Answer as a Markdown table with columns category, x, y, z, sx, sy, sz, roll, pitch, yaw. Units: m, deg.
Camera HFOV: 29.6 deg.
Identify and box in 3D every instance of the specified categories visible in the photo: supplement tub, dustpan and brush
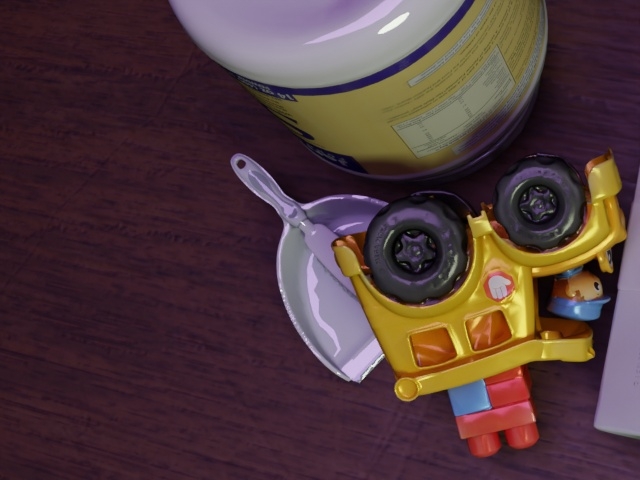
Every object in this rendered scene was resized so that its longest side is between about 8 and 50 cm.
| category | x | y | z | sx | sy | sz | roll | pitch | yaw |
| --- | --- | --- | --- | --- | --- | --- | --- | --- | --- |
| supplement tub | 0.044 | -0.184 | 0.932 | 0.241 | 0.331 | 0.241 | -5 | 74 | 18 |
| dustpan and brush | 0.000 | 0.000 | 1.048 | 0.147 | 0.060 | 0.211 | -47 | 67 | 3 |

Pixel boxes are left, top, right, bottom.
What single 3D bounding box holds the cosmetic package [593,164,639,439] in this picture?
| category | x | y | z | sx | sy | sz | roll | pitch | yaw |
| --- | --- | --- | --- | --- | --- | --- | --- | --- | --- |
| cosmetic package | 0.384 | 0.017 | 0.808 | 0.377 | 0.097 | 0.284 | 2 | 78 | 48 |

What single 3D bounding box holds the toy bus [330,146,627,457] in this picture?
| category | x | y | z | sx | sy | sz | roll | pitch | yaw |
| --- | --- | --- | --- | --- | --- | --- | --- | --- | --- |
| toy bus | 0.143 | 0.049 | 0.926 | 0.220 | 0.149 | 0.211 | -19 | 90 | 13 |
